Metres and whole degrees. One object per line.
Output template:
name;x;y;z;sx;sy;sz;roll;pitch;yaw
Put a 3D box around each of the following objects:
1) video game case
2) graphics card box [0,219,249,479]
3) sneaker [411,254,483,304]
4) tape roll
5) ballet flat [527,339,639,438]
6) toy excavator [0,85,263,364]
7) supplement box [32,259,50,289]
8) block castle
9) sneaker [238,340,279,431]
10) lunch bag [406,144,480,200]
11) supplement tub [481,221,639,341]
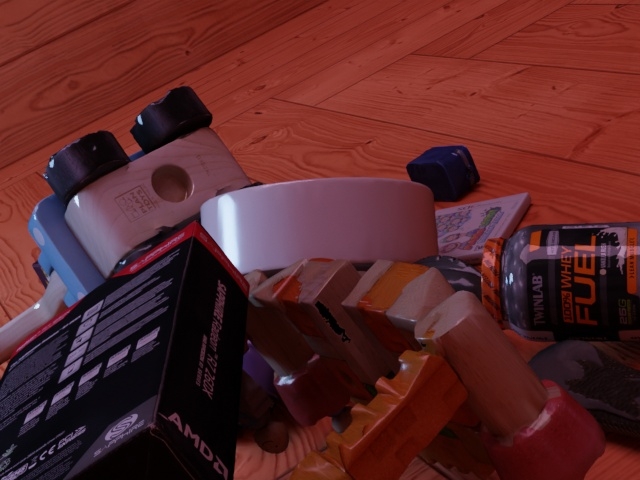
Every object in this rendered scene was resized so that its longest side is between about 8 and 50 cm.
video game case;0.187;-0.009;1.569;0.143;0.019;0.157;-11;24;34
graphics card box;-0.177;0.141;0.980;0.233;0.094;0.371;-34;18;11
sneaker;0.073;0.105;1.321;0.286;0.109;0.130;-19;26;40
tape roll;0.000;0.000;1.445;0.286;0.100;0.286;-4;-9;-1
ballet flat;0.265;0.140;1.067;0.084;0.058;0.250;-55;23;-15
toy excavator;-0.321;0.044;1.691;0.433;0.222;0.445;-32;-10;-32
supplement box;-0.355;0.059;1.896;0.188;0.104;0.081;-3;28;45
block castle;-0.002;0.193;1.015;0.303;0.213;0.453;-45;19;-19
sneaker;-0.133;0.167;1.371;0.283;0.107;0.124;-26;46;57
lunch bag;0.182;-0.101;1.735;0.065;0.067;0.098;-37;24;-30
supplement tub;0.257;0.041;1.167;0.190;0.117;0.117;-2;26;18
